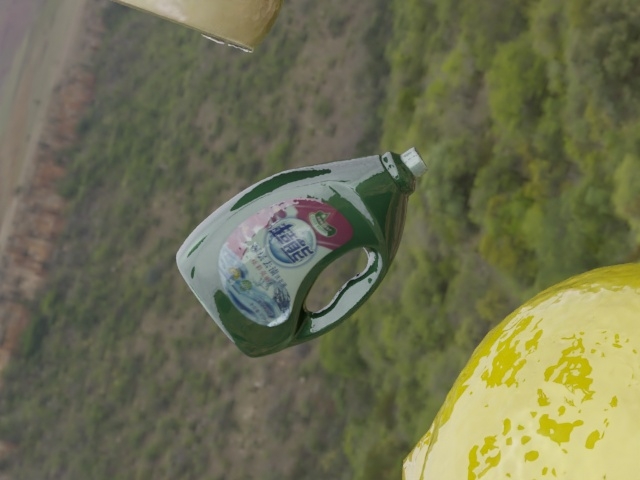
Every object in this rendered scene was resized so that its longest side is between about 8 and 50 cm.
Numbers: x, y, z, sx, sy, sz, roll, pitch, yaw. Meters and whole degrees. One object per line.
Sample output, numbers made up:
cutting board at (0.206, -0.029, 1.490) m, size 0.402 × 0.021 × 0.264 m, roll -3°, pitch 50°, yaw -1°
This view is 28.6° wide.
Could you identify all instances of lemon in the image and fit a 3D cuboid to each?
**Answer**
lemon at (0.215, 0.175, 0.716) m, size 0.348 × 0.348 × 0.348 m, roll -165°, pitch 90°, yaw -75°

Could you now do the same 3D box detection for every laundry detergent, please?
laundry detergent at (0.000, 0.000, 1.019) m, size 0.211 × 0.137 × 0.063 m, roll -33°, pitch 14°, yaw 7°

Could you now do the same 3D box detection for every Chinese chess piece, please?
Chinese chess piece at (-0.149, -0.242, 1.059) m, size 0.251 × 0.251 × 0.097 m, roll -142°, pitch 71°, yaw -74°
